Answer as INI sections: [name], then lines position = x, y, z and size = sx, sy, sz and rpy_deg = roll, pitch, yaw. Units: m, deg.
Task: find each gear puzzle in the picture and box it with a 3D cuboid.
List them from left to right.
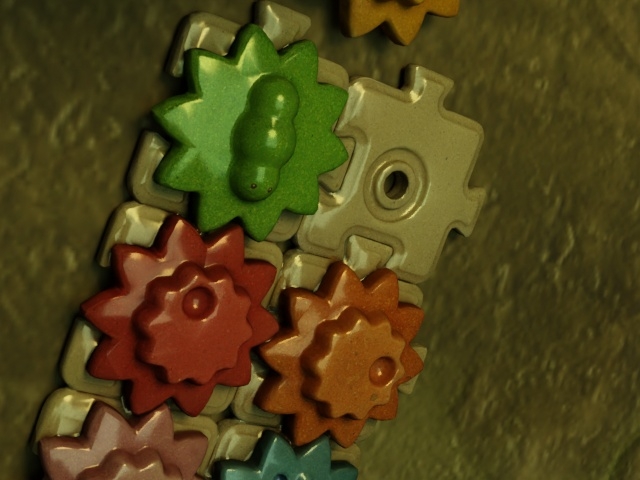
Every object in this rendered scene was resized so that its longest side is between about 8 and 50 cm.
[gear puzzle]
position = 0.000, 0.000, 0.495
size = 0.175, 0.044, 0.339
rpy_deg = 17, 96, -34
